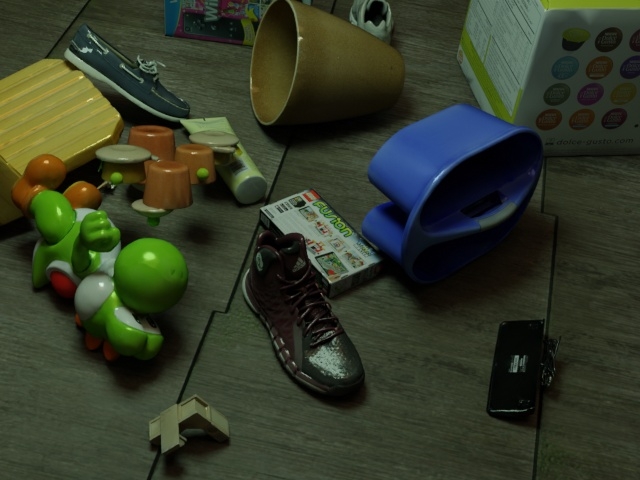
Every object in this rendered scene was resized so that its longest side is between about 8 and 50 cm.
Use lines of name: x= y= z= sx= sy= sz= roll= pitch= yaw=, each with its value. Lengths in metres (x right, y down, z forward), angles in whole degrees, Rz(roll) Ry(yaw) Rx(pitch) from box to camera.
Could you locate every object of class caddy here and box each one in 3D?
caddy: x=0.227 y=-0.072 z=1.612 sx=0.341 sy=0.241 sz=0.179 roll=-27 pitch=47 yaw=-34

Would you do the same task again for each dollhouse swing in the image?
dollhouse swing: x=-0.557 y=-0.241 z=1.625 sx=0.305 sy=0.315 sz=0.347 roll=-41 pitch=51 yaw=-5

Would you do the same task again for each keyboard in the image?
keyboard: x=0.312 y=0.198 z=1.500 sx=0.100 sy=0.038 sz=0.192 roll=-4 pitch=40 yaw=23

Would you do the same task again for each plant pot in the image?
plant pot: x=0.023 y=-0.321 z=1.884 sx=0.254 sy=0.237 sz=0.237 roll=5 pitch=41 yaw=-25

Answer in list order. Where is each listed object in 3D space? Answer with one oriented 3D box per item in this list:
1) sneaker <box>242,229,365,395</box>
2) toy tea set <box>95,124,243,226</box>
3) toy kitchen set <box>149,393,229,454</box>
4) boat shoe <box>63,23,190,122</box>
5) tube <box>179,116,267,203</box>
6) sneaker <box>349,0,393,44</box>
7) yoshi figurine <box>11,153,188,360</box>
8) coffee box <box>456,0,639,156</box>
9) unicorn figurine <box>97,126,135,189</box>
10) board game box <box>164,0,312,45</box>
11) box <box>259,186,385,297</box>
sneaker: x=-0.030 y=0.091 z=1.459 sx=0.106 sy=0.163 sz=0.281 roll=-23 pitch=51 yaw=-28
toy tea set: x=-0.253 y=-0.095 z=1.595 sx=0.199 sy=0.124 sz=0.336 roll=7 pitch=19 yaw=8
toy kitchen set: x=-0.179 y=0.270 z=1.347 sx=0.083 sy=0.075 sz=0.068 roll=-32 pitch=39 yaw=17
boat shoe: x=-0.344 y=-0.307 z=1.827 sx=0.254 sy=0.079 sz=0.095 roll=31 pitch=13 yaw=-15
tube: x=-0.169 y=-0.157 z=1.784 sx=0.062 sy=0.070 sz=0.240 roll=-43 pitch=48 yaw=7
sneaker: x=0.118 y=-0.482 z=2.113 sx=0.099 sy=0.121 sz=0.263 roll=3 pitch=43 yaw=-6
yoshi figurine: x=-0.311 y=0.012 z=1.488 sx=0.203 sy=0.203 sz=0.362 roll=-17 pitch=51 yaw=-32
coffee box: x=0.497 y=-0.397 z=1.921 sx=0.337 sy=0.334 sz=0.338 roll=-3 pitch=44 yaw=-11
unicorn figurine: x=-0.369 y=-0.158 z=1.737 sx=0.060 sy=0.111 sz=0.162 roll=15 pitch=12 yaw=-33
board game box: x=-0.166 y=-0.518 z=2.039 sx=0.303 sy=0.224 sz=0.098 roll=8 pitch=46 yaw=1
box: x=0.000 y=0.000 z=1.651 sx=0.114 sy=0.036 sz=0.207 roll=-23 pitch=51 yaw=-28
